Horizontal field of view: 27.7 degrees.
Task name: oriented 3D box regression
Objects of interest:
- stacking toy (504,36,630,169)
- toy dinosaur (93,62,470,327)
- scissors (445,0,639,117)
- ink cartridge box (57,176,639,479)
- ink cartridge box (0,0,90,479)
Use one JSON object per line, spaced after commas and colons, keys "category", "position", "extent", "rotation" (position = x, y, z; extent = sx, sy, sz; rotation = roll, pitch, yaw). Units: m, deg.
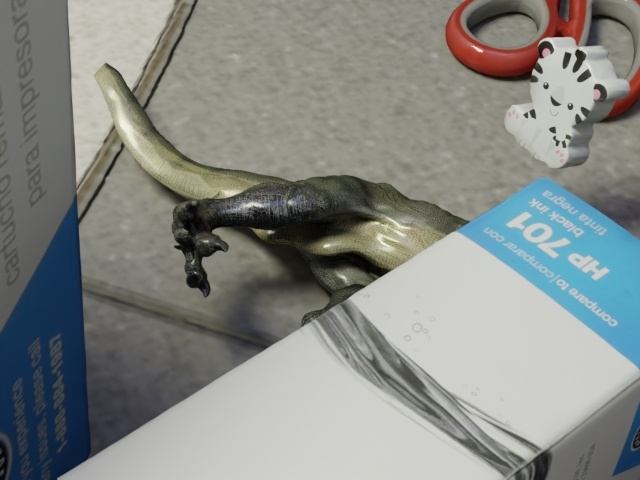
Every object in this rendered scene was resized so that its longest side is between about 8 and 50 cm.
{"category": "stacking toy", "position": [0.204, -0.019, 0.552], "extent": [0.167, 0.052, 0.221], "rotation": [-12, 47, -43]}
{"category": "toy dinosaur", "position": [0.000, 0.000, 0.535], "extent": [0.268, 0.064, 0.118], "rotation": [21, 32, 11]}
{"category": "scissors", "position": [0.152, -0.170, 0.749], "extent": [0.109, 0.021, 0.297], "rotation": [16, 46, 10]}
{"category": "ink cartridge box", "position": [0.023, 0.087, 0.400], "extent": [0.190, 0.140, 0.082], "rotation": [-29, 55, -30]}
{"category": "ink cartridge box", "position": [-0.232, 0.072, 0.280], "extent": [0.166, 0.286, 0.395], "rotation": [26, 49, 16]}
